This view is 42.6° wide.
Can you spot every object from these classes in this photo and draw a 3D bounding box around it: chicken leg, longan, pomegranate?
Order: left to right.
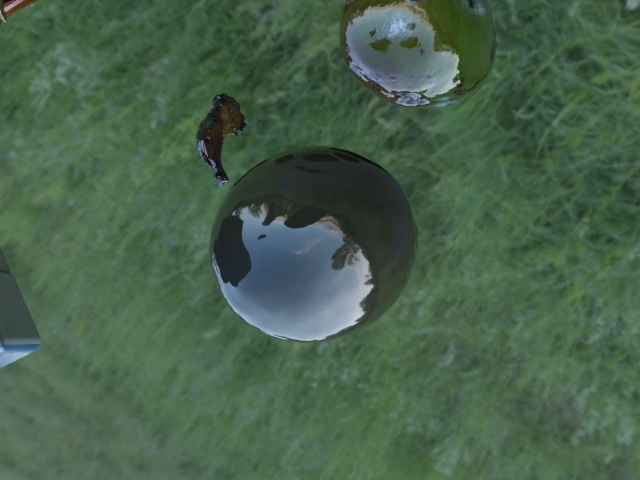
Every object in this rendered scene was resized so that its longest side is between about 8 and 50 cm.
[{"bbox_3d":[-0.133,-0.133,1.067,0.062,0.145,0.037,12,147,1],"label":"chicken leg"},{"bbox_3d":[0.000,0.000,0.887,0.248,0.248,0.248,33,169,7],"label":"longan"},{"bbox_3d":[0.194,-0.385,1.438,0.291,0.323,0.291,32,168,8],"label":"pomegranate"}]

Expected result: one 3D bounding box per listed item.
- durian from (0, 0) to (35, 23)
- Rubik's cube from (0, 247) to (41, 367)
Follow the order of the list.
[{"bbox_3d":[-0.223,-0.251,0.371,0.348,0.347,0.384,36,140,-11],"label":"durian"},{"bbox_3d":[-0.613,0.050,0.987,0.346,0.347,0.344,64,-178,9],"label":"Rubik's cube"}]
